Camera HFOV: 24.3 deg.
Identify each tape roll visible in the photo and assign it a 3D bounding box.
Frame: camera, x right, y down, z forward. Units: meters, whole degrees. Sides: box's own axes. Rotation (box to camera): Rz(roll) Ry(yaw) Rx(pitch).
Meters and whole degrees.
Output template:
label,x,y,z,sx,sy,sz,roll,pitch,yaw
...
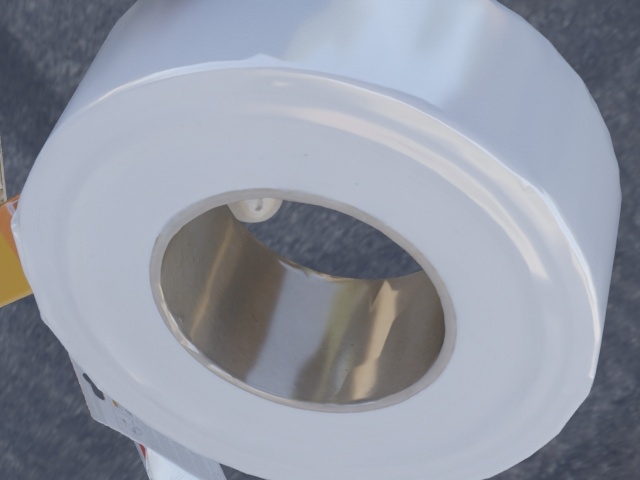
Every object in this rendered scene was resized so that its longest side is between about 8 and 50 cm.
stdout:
label,x,y,z,sx,sy,sz,roll,pitch,yaw
tape roll,0.000,0.000,0.729,0.286,0.286,0.100,26,46,-7

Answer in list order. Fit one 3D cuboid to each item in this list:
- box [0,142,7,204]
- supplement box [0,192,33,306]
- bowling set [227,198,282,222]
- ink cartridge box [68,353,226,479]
label,x,y,z,sx,sy,sz,roll,pitch,yaw
box,-0.441,-0.091,1.584,0.201,0.021,0.164,-3,104,0
supplement box,-0.286,0.018,1.270,0.080,0.233,0.078,-40,104,-48
bowling set,-0.064,-0.115,1.230,0.287,0.200,0.154,-5,113,-10
ink cartridge box,-0.170,0.174,1.365,0.179,0.145,0.045,35,102,-35
